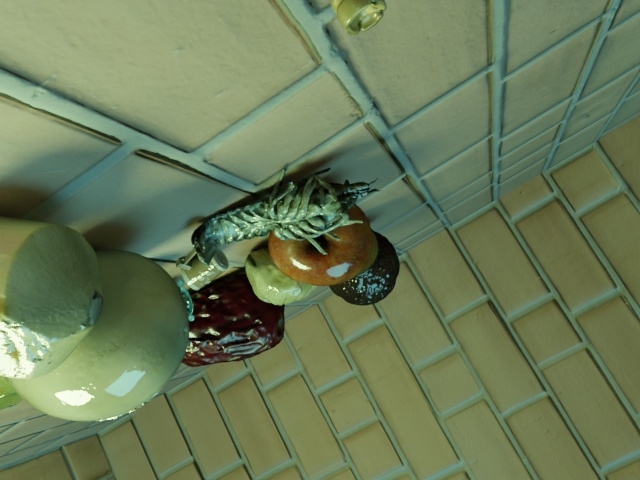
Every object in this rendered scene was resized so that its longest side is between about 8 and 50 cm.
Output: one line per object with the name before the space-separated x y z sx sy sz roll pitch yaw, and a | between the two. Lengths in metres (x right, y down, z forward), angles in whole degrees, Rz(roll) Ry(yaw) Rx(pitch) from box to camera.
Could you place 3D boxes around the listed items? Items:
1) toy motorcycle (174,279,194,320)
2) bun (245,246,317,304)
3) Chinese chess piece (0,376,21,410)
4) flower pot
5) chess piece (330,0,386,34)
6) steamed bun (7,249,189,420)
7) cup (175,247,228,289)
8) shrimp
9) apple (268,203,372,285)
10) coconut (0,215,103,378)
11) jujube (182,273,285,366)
toy motorcycle | -0.423 0.177 1.449 0.182 0.123 0.272 -17 180 20
bun | -0.105 0.096 1.616 0.244 0.153 0.244 -1 -166 0
Chinese chess piece | -0.823 0.384 1.517 0.189 0.083 0.188 -24 169 -5
flower pot | 0.124 0.066 1.944 0.267 0.266 0.267 -30 158 3
chess piece | 0.021 -0.279 0.607 0.066 0.122 0.066 -28 167 -7
steamed bun | -0.400 0.152 1.025 0.325 0.324 0.206 -27 130 -6
cup | -0.291 0.055 1.424 0.099 0.102 0.074 -33 -155 13
shrimp | -0.069 -0.054 1.240 0.411 0.166 0.221 -10 126 6
apple | 0.000 0.000 1.425 0.254 0.253 0.253 -27 167 -7
coconut | -0.415 0.076 0.807 0.241 0.241 0.241 -27 167 -7
jujube | -0.274 0.241 1.746 0.377 0.258 0.258 -21 166 -11
